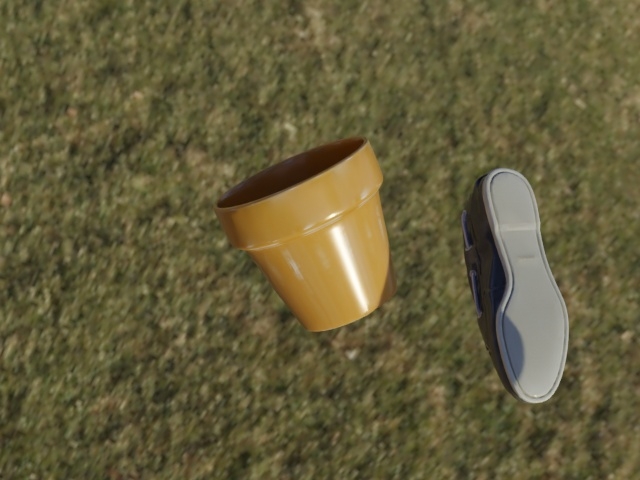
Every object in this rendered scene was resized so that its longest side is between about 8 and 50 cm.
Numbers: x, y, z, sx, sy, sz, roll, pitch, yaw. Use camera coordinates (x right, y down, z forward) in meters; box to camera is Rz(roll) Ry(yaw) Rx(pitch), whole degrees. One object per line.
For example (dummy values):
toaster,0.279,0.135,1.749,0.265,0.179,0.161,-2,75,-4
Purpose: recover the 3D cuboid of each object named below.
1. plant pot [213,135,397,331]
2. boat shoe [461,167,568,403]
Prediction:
plant pot,0.000,0.000,1.622,0.205,0.205,0.188,-37,108,-44
boat shoe,0.259,0.067,1.816,0.112,0.095,0.335,3,68,-21
